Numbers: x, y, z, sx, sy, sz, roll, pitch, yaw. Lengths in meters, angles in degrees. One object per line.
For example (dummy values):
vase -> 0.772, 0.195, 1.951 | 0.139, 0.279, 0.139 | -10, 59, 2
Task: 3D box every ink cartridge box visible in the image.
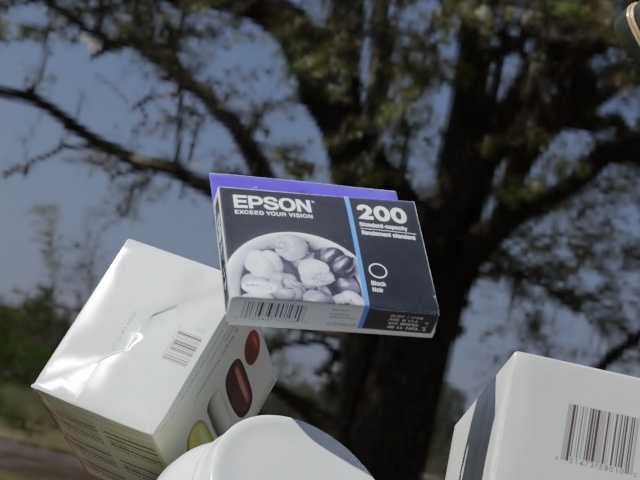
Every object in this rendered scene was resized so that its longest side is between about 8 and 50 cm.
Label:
ink cartridge box -> 0.000, 0.000, 1.402 | 0.206, 0.208, 0.045 | 4, -46, -16

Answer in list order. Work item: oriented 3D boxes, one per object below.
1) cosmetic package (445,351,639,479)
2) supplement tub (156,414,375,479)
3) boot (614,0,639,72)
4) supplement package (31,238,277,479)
cosmetic package -> 0.246, 0.244, 1.490 | 0.196, 0.155, 0.365 | 12, -20, 2
supplement tub -> -0.099, 0.335, 1.342 | 0.235, 0.235, 0.325 | 18, -50, -31
boot -> 0.376, -0.165, 1.333 | 0.077, 0.198, 0.137 | -33, -6, -44
supplement package -> -0.166, 0.148, 1.509 | 0.149, 0.194, 0.203 | 19, -29, 21
